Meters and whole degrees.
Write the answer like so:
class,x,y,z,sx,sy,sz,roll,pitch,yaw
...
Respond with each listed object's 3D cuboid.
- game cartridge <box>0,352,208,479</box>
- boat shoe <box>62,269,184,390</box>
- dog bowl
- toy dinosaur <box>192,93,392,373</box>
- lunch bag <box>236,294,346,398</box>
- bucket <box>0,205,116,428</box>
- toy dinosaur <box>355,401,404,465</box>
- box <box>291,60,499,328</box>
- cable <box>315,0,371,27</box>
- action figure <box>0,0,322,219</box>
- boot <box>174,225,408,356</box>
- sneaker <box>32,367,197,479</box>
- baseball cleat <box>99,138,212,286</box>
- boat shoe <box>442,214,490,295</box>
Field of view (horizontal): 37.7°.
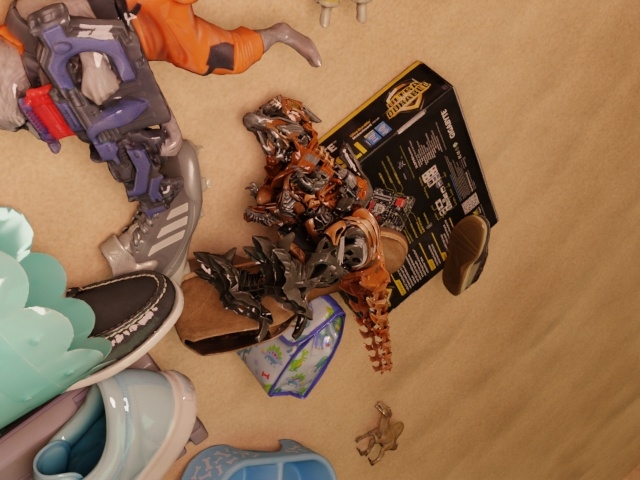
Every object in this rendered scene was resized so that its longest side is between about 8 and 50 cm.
class,x,y,z,sx,sy,sz,roll,pitch,yaw
game cartridge,-0.336,0.297,1.218,0.355,0.068,0.230,-36,138,-11
boat shoe,-0.295,0.106,1.004,0.303,0.114,0.091,-29,132,-4
dog bowl,-0.087,0.402,1.460,0.297,0.074,0.165,8,84,-45
toy dinosaur,0.000,0.000,1.047,0.218,0.322,0.164,-34,170,-35
lunch bag,-0.042,0.116,1.256,0.096,0.129,0.151,14,115,-49
bucket,-0.335,0.051,0.822,0.183,0.281,0.281,-36,142,-8
toy dinosaur,0.116,0.365,1.694,0.093,0.053,0.183,-35,141,-14
box,0.099,-0.049,1.273,0.257,0.079,0.322,-38,142,-4
cable,0.037,-0.359,0.930,0.139,0.072,0.287,-33,141,-23
action figure,-0.167,-0.173,0.887,0.330,0.178,0.341,-23,157,-14
boot,-0.032,0.066,1.148,0.305,0.115,0.112,-14,140,-4
sneaker,-0.296,0.300,1.122,0.150,0.135,0.365,20,102,-41
baseball cleat,-0.188,-0.016,1.048,0.110,0.072,0.205,-8,126,-29
boat shoe,0.213,0.015,1.337,0.049,0.056,0.152,-25,149,-31
